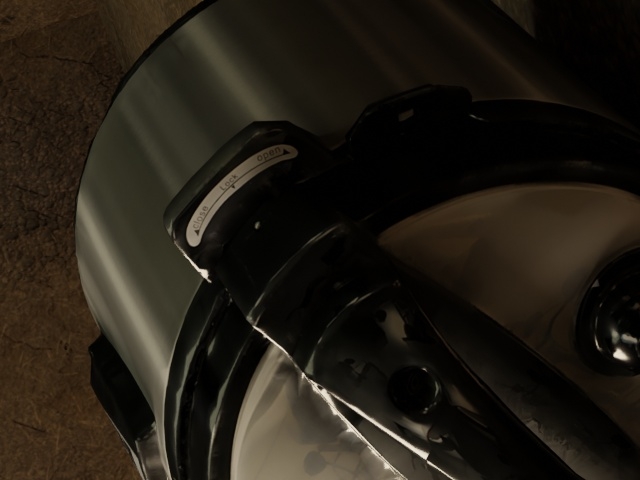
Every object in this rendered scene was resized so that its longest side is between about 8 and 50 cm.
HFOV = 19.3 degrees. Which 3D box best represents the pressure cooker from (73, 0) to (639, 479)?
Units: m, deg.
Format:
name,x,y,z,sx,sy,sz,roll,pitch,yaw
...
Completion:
name,x,y,z,sx,sy,sz,roll,pitch,yaw
pressure cooker,0.056,0.047,1.155,0.420,0.369,0.376,-127,36,-56
